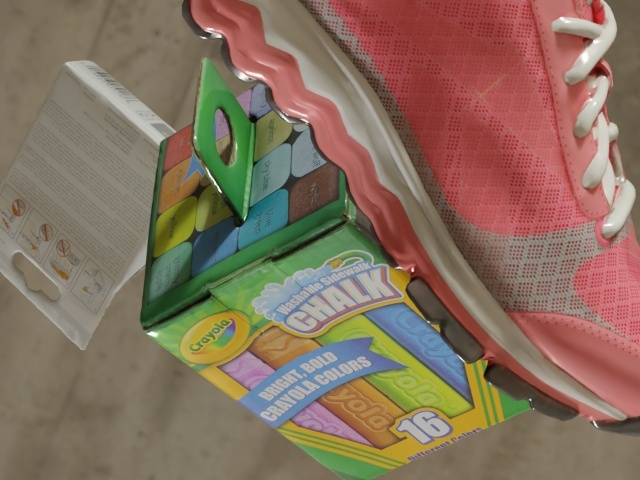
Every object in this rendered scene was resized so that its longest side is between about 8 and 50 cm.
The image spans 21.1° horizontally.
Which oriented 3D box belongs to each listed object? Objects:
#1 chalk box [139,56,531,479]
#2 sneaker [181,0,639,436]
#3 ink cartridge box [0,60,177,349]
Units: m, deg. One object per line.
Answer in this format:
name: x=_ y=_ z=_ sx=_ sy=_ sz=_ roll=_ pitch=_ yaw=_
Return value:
chalk box: x=0.000 y=0.000 z=1.145 sx=0.179 sy=0.289 sz=0.180 roll=-29 pitch=-142 yaw=29
sneaker: x=0.067 y=-0.060 z=0.647 sx=0.136 sy=0.314 sz=0.116 roll=-39 pitch=-173 yaw=21
ink cartridge box: x=-0.180 y=-0.027 z=1.346 sx=0.045 sy=0.145 sz=0.179 roll=-10 pitch=136 yaw=-58
